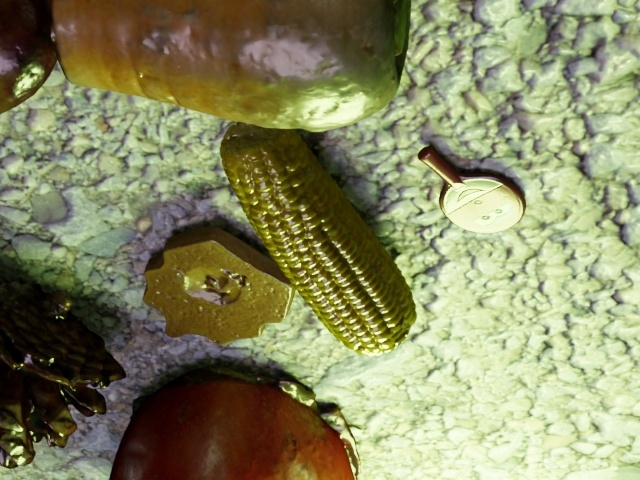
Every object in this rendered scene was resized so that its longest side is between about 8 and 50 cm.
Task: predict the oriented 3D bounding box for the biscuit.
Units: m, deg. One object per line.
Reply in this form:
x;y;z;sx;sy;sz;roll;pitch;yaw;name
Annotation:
-0.136;0.064;2.085;0.182;0.034;0.215;32;137;-18;biscuit

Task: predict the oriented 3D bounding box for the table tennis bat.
0.168;-0.058;1.890;0.098;0.019;0.154;-27;127;36;table tennis bat

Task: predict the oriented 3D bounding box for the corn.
0.000;0.000;1.923;0.120;0.120;0.363;-16;126;28;corn

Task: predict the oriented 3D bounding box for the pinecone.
-0.426;0.170;2.119;0.298;0.242;0.296;34;132;-28;pinecone

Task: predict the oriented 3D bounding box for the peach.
-0.115;0.371;2.251;0.339;0.353;0.417;-10;91;15;peach

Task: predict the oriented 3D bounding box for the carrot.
-0.086;-0.224;1.623;0.340;0.224;0.224;5;137;10;carrot

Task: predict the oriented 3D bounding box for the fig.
-0.390;-0.192;1.811;0.170;0.146;0.274;13;154;-22;fig
